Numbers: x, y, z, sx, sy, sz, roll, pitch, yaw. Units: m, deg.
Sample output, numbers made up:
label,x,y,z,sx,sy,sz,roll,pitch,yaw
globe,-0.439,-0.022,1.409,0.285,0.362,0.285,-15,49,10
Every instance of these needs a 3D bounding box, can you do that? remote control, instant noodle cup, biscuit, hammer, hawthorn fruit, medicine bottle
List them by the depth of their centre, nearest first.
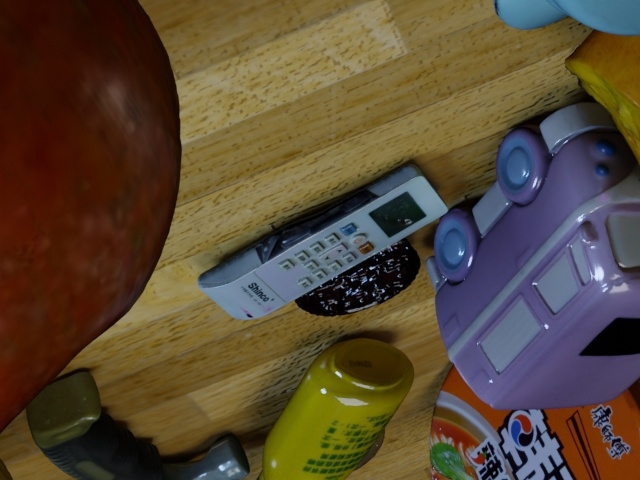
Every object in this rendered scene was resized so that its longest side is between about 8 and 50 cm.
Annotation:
label,x,y,z,sx,sy,sz,roll,pitch,yaw
hawthorn fruit,-0.194,-0.028,0.793,0.284,0.284,0.284,-14,150,-8
remote control,0.000,0.000,1.192,0.166,0.029,0.065,-29,148,9
biscuit,0.024,0.024,1.247,0.089,0.027,0.087,-4,148,-24
hammer,-0.160,0.165,1.364,0.158,0.041,0.226,-24,151,6
medicine bottle,-0.013,0.178,1.411,0.095,0.064,0.260,-8,141,-38
instant noodle cup,0.238,0.181,1.433,0.192,0.250,0.250,-4,148,-38

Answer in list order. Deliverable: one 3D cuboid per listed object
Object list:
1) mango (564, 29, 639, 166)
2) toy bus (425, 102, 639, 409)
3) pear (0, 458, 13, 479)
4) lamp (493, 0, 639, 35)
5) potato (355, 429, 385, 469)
label,x,y,z,sx,sy,sz,roll,pitch,yaw
mango,0.290,-0.120,1.046,0.257,0.138,0.187,-36,127,2
toy bus,0.179,0.012,1.196,0.142,0.142,0.202,1,144,-30
pear,-0.311,0.239,1.195,0.271,0.271,0.271,-14,150,-8
lamp,0.202,-0.204,0.842,0.284,0.147,0.209,-15,153,10
potato,0.020,0.169,1.470,0.046,0.045,0.092,43,120,-13
